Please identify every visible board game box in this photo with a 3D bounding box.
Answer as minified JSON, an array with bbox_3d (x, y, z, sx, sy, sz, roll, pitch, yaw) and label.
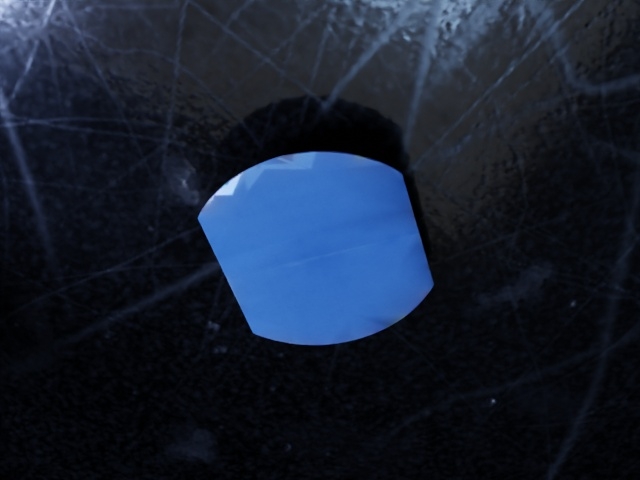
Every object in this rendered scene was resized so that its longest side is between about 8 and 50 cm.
[{"bbox_3d":[0.000,0.000,0.656,0.133,0.033,0.168,-14,130,9],"label":"board game box"}]
